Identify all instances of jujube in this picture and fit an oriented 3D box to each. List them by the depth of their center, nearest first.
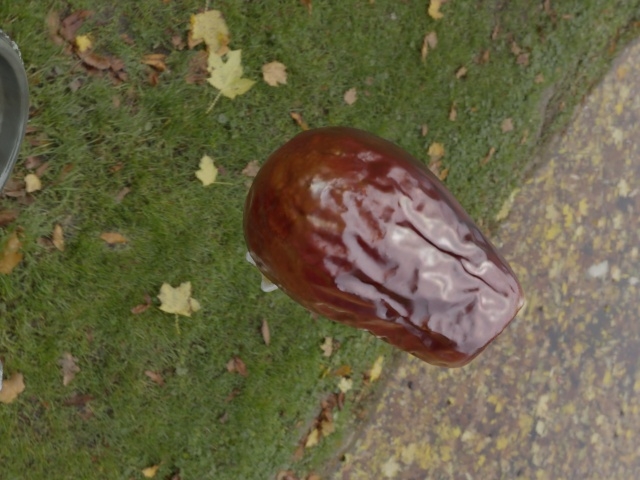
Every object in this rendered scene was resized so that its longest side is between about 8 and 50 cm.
[{"bbox_3d":[0.054,0.008,0.564,0.255,0.190,0.190,41,69,9],"label":"jujube"}]

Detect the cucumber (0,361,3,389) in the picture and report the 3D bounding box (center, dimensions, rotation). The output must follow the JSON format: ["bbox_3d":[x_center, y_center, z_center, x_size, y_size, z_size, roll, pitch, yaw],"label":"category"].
[{"bbox_3d":[-0.415,0.151,0.729,0.064,0.111,0.064,-10,105,-39],"label":"cucumber"}]

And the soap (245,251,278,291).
[{"bbox_3d":[0.000,0.000,1.113,0.089,0.173,0.274,63,21,0],"label":"soap"}]

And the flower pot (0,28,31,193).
[{"bbox_3d":[-0.337,-0.077,0.451,0.140,0.235,0.236,25,80,-2],"label":"flower pot"}]
